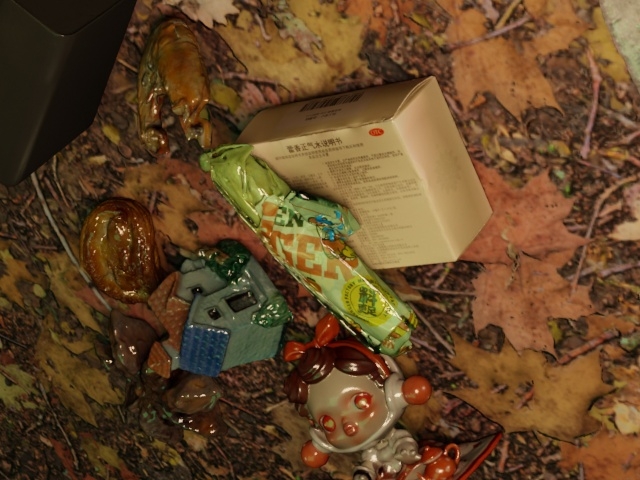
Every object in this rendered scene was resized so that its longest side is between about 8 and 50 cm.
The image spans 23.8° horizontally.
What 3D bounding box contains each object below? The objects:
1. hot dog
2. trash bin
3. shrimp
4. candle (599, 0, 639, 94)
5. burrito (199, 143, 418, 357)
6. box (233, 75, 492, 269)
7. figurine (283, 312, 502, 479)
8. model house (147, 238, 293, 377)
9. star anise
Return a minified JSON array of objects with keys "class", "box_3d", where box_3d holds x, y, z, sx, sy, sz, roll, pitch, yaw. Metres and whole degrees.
[{"class":"hot dog","box_3d":[-0.232,0.020,1.812,0.099,0.065,0.147,9,127,18]},{"class":"trash bin","box_3d":[-0.293,-0.195,1.608,0.115,0.165,0.225,38,135,5]},{"class":"shrimp","box_3d":[-0.150,-0.148,1.556,0.052,0.187,0.132,4,124,-22]},{"class":"candle","box_3d":[0.311,-0.182,1.248,0.168,0.068,0.192,30,133,14]},{"class":"burrito","box_3d":[0.000,0.000,1.493,0.288,0.054,0.104,45,137,-2]},{"class":"box","box_3d":[0.039,-0.061,1.524,0.212,0.095,0.168,-6,121,39]},{"class":"figurine","box_3d":[0.050,0.187,1.695,0.183,0.160,0.226,-30,95,45]},{"class":"model house","box_3d":[-0.134,0.086,1.701,0.148,0.149,0.119,51,148,27]},{"class":"star anise","box_3d":[-0.196,0.183,1.913,0.197,0.073,0.212,7,130,35]}]
